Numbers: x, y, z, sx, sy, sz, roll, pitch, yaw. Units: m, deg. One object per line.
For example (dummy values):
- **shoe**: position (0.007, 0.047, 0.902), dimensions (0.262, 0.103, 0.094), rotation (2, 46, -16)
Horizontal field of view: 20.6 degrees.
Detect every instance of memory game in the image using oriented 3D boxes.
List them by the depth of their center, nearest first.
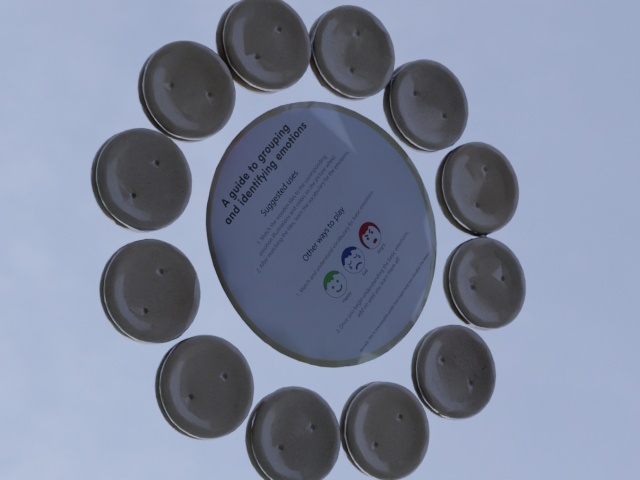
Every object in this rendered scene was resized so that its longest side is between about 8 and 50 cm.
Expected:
- **memory game**: position (0.000, 0.000, 0.646), dimensions (0.012, 0.186, 0.186), rotation (-17, -82, 57)
